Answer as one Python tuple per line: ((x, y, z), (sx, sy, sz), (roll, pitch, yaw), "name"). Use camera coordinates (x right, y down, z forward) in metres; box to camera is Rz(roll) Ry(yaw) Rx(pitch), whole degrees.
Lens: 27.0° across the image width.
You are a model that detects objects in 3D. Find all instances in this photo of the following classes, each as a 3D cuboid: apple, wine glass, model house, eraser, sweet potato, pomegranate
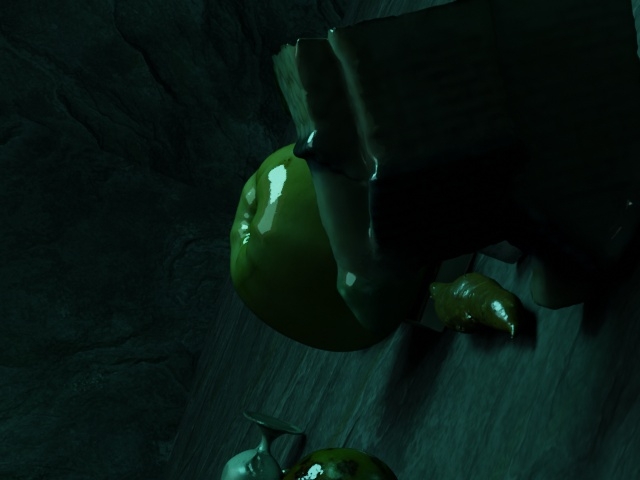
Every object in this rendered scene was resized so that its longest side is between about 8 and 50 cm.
((0.015, 0.007, 1.625), (0.262, 0.262, 0.262), (-158, 90, -82), "apple")
((-0.111, 0.394, 2.105), (0.103, 0.103, 0.231), (-168, 97, -81), "wine glass")
((0.130, -0.069, 1.152), (0.243, 0.298, 0.284), (165, 90, -82), "model house")
((0.140, 0.031, 1.676), (0.230, 0.038, 0.157), (-179, 110, -80), "eraser")
((0.161, 0.067, 1.377), (0.274, 0.067, 0.067), (-166, 99, -80), "sweet potato")
((0.021, 0.303, 1.362), (0.220, 0.156, 0.156), (-101, 34, -67), "pomegranate")

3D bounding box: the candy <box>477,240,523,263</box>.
((0.205, -0.051, 1.358), (0.160, 0.073, 0.092), (123, 165, -52), "candy")
